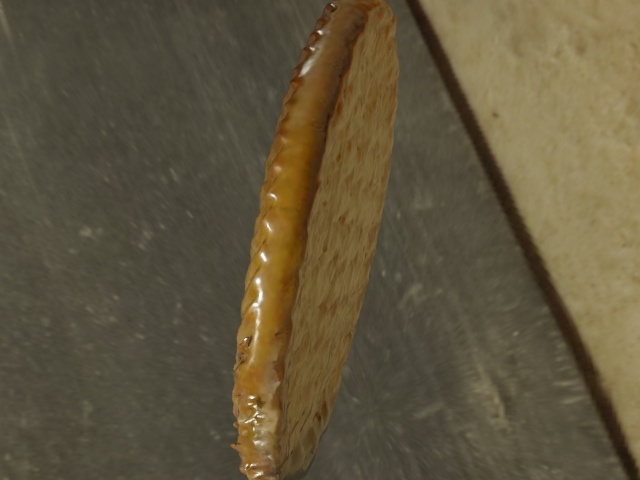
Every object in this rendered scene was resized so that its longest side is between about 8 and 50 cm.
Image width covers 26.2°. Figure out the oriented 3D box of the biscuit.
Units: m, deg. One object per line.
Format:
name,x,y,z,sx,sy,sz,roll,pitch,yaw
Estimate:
biscuit,0.000,0.000,0.868,0.040,0.318,0.317,11,83,9
